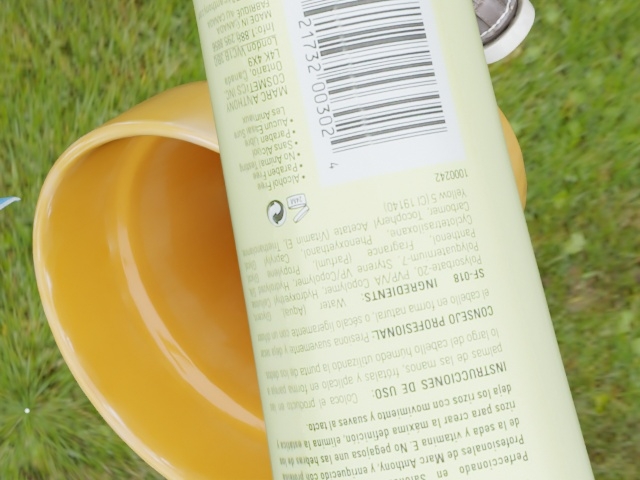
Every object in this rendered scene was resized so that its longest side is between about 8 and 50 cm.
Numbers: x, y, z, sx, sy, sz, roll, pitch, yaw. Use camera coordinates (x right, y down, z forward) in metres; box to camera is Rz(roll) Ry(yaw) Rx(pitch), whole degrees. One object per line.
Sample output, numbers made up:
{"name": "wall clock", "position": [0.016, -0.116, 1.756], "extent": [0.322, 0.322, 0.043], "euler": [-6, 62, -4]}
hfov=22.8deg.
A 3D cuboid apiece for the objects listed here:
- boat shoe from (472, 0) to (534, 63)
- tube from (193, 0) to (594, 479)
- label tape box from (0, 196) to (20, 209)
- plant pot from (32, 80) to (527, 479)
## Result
{"name": "boat shoe", "position": [0.106, -0.288, 1.716], "extent": [0.097, 0.324, 0.116], "euler": [37, 94, -36]}
{"name": "tube", "position": [0.022, 0.046, 0.350], "extent": [0.062, 0.070, 0.240], "euler": [-10, 85, -29]}
{"name": "label tape box", "position": [-0.404, 0.091, 1.196], "extent": [0.348, 0.249, 0.115], "euler": [-13, 109, 25]}
{"name": "plant pot", "position": [0.000, 0.000, 0.765], "extent": [0.205, 0.205, 0.188], "euler": [52, 45, -2]}
